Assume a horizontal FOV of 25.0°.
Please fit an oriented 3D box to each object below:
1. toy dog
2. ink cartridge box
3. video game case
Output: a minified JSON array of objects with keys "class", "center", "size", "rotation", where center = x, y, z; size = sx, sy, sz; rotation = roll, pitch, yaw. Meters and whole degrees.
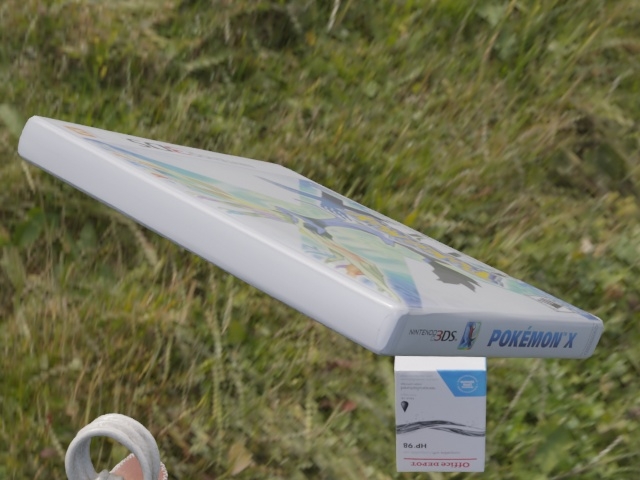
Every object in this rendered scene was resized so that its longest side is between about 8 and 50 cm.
[{"class":"toy dog","center":[-0.161,0.304,1.438],"size":[0.333,0.161,0.220],"rotation":[40,99,-14]},{"class":"ink cartridge box","center":[0.138,0.207,1.662],"size":[0.104,0.180,0.060],"rotation":[-1,29,4]},{"class":"video game case","center":[0.000,0.000,1.021],"size":[0.329,0.300,0.036],"rotation":[27,101,32]}]
